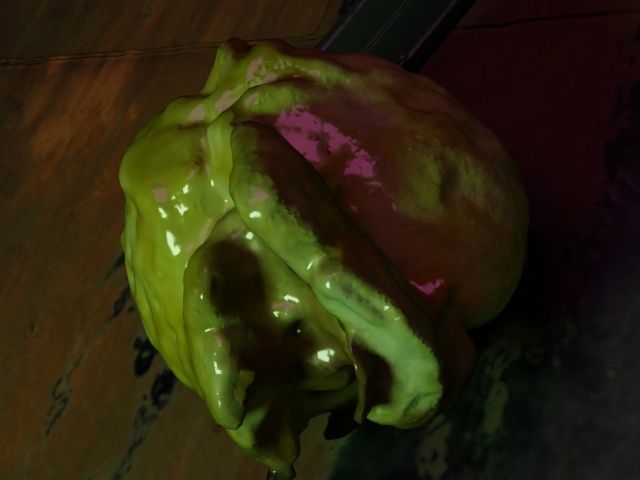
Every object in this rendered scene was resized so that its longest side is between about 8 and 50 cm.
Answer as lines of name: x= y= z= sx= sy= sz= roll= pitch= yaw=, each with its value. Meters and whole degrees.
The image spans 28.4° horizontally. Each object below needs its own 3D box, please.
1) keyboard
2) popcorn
keyboard: x=-0.033 y=-0.054 z=0.833 sx=0.381 sy=0.041 sz=0.103 roll=-45 pitch=39 yaw=-7
popcorn: x=0.001 y=-0.001 z=0.648 sx=0.190 sy=0.191 sz=0.253 roll=-17 pitch=39 yaw=-17
